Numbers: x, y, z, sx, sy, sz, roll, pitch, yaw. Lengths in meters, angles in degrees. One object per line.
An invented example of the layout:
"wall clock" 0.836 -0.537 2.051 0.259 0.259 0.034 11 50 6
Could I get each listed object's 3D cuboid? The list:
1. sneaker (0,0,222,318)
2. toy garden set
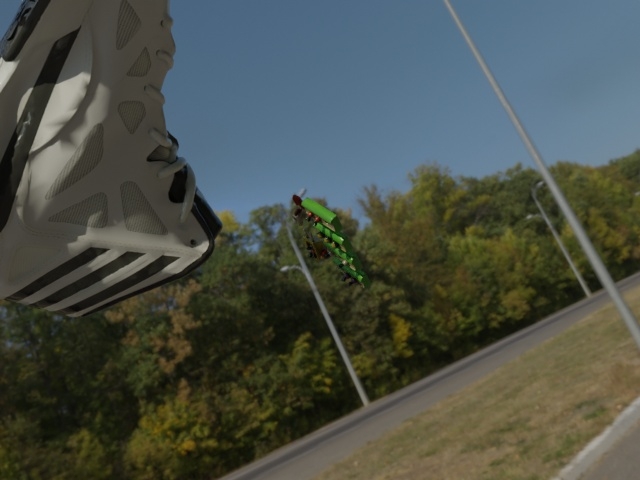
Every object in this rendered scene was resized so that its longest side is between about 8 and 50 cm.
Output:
"sneaker" -0.185 -0.128 0.626 0.258 0.169 0.447 29 -88 -32
"toy garden set" 0.000 0.000 1.460 0.049 0.204 0.244 -42 -46 -14
